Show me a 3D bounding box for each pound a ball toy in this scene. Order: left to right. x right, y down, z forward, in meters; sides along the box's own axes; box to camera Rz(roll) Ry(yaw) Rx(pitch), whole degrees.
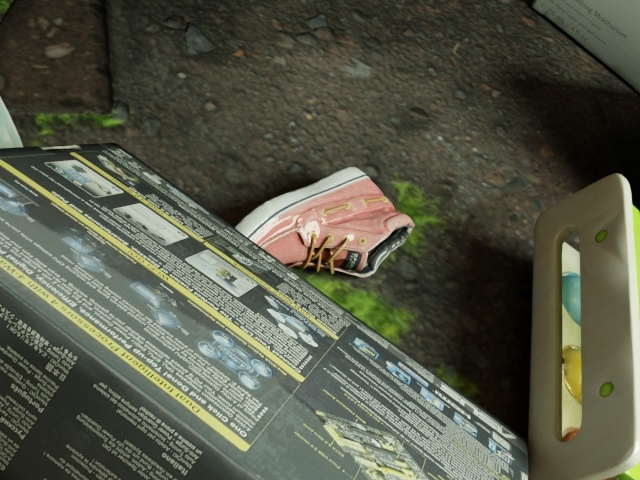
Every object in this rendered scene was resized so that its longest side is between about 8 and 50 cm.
[{"bbox_3d":[0.258,0.136,0.759,0.208,0.135,0.319,33,46,-23],"label":"pound a ball toy"}]

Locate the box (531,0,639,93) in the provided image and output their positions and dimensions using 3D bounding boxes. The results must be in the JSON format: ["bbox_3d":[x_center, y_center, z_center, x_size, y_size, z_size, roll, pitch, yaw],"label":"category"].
[{"bbox_3d":[0.384,-0.293,1.113,0.182,0.119,0.181,-32,67,-33],"label":"box"}]

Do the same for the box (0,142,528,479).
[{"bbox_3d":[-0.056,0.087,0.578,0.395,0.097,0.318,36,11,5],"label":"box"}]

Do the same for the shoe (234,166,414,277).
[{"bbox_3d":[0.000,0.000,0.808,0.178,0.063,0.081,-29,61,-37],"label":"shoe"}]

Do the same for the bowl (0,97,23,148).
[{"bbox_3d":[-0.346,-0.047,0.628,0.163,0.311,0.312,-24,55,14],"label":"bowl"}]
